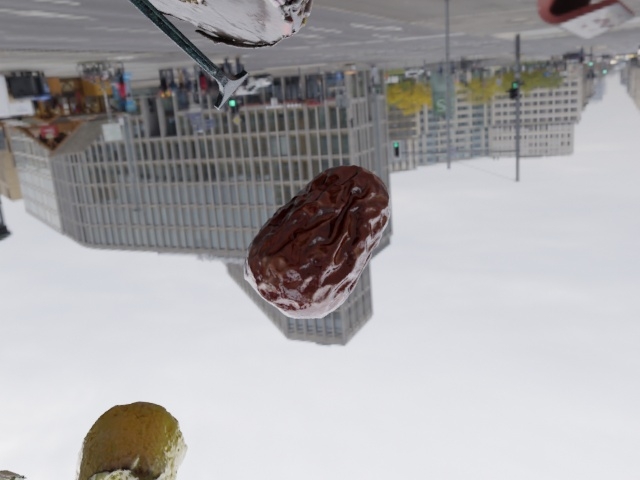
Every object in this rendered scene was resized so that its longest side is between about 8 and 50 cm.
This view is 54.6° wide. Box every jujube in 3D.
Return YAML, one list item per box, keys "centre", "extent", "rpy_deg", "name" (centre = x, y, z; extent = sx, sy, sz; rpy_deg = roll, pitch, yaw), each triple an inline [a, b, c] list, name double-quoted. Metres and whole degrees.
- centre: [0.000, 0.000, 0.850]
  extent: [0.155, 0.155, 0.230]
  rpy_deg: [13, -117, 50]
  name: "jujube"

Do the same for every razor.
- centre: [-0.173, -0.252, 0.783]
  extent: [0.066, 0.190, 0.033]
  rpy_deg: [-49, -150, -1]
  name: "razor"

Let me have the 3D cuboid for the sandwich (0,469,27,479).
- centre: [-0.633, 0.495, 1.108]
  extent: [0.058, 0.162, 0.193]
  rpy_deg: [13, 164, 15]
  name: "sandwich"

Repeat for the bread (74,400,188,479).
- centre: [-0.337, 0.400, 1.099]
  extent: [0.197, 0.197, 0.170]
  rpy_deg: [-6, -154, -7]
  name: "bread"

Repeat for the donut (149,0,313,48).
- centre: [-0.124, -0.333, 0.706]
  extent: [0.259, 0.136, 0.345]
  rpy_deg: [20, 179, -9]
  name: "donut"
